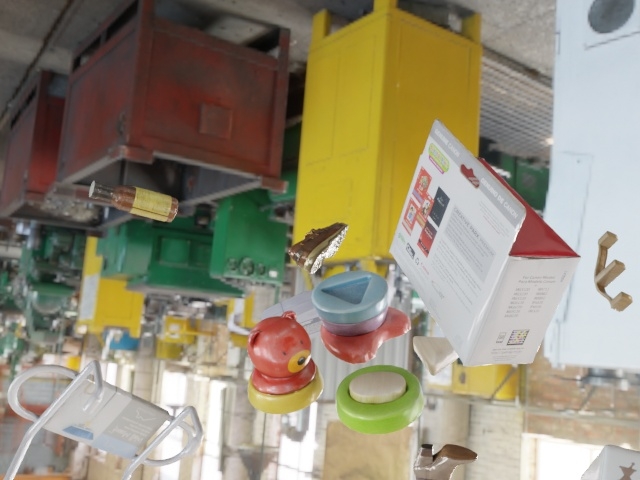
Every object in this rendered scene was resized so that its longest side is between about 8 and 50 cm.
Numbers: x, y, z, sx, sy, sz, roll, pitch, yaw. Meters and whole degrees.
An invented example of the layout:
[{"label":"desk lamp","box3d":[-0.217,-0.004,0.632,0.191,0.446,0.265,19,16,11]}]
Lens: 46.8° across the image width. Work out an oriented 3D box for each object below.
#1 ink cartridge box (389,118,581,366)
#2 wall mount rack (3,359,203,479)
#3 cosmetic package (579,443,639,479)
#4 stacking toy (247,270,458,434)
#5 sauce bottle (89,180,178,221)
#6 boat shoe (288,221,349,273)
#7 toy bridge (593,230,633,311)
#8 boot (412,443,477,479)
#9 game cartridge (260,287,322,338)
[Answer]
[{"label":"ink cartridge box","box3d":[0.253,-0.006,1.166,0.130,0.272,0.309,1,-146,-21]},{"label":"wall mount rack","box3d":[-0.369,0.358,1.196,0.350,0.304,0.130,36,-169,-35]},{"label":"cosmetic package","box3d":[0.690,0.639,1.487,0.329,0.328,0.394,11,157,17]},{"label":"stacking toy","box3d":[0.055,0.150,1.153,0.279,0.131,0.309,11,-147,36]},{"label":"sauce bottle","box3d":[-0.279,-0.061,1.107,0.128,0.042,0.042,17,166,-29]},{"label":"boat shoe","box3d":[0.000,0.000,1.371,0.060,0.064,0.178,31,-149,13]},{"label":"toy bridge","box3d":[0.538,0.062,1.378,0.026,0.188,0.063,23,131,-10]},{"label":"boot","box3d":[0.229,0.421,1.363,0.118,0.087,0.042,5,-160,22]},{"label":"game cartridge","box3d":[0.012,0.170,1.796,0.297,0.062,0.198,-19,149,2]}]
